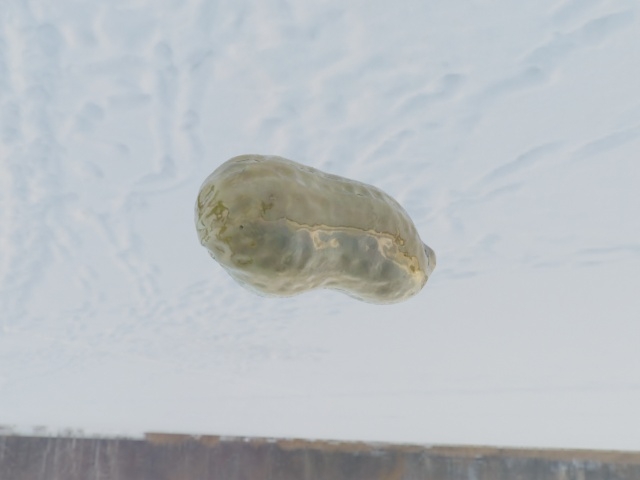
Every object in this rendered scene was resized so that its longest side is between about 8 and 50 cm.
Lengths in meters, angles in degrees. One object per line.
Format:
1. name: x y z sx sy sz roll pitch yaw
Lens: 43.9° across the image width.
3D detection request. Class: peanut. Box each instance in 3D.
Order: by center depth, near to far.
1. peanut: 0.000 0.000 0.687 0.236 0.120 0.110 19 172 -31
